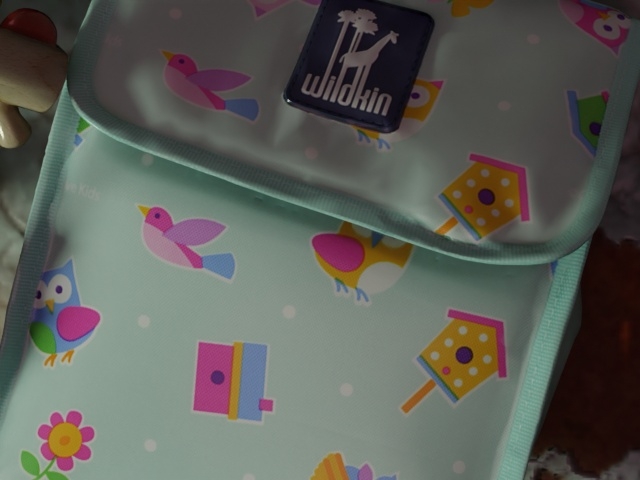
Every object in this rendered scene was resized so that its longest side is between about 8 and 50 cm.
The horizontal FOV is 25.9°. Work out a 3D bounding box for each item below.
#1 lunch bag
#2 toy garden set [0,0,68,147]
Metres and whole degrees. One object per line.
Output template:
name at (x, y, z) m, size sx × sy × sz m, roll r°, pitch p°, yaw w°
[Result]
lunch bag at (0.000, 0.000, 0.575) m, size 0.223 × 0.160 × 0.262 m, roll 17°, pitch 96°, yaw 8°
toy garden set at (-0.148, -0.063, 0.572) m, size 0.049 × 0.204 × 0.244 m, roll 17°, pitch 112°, yaw -34°
